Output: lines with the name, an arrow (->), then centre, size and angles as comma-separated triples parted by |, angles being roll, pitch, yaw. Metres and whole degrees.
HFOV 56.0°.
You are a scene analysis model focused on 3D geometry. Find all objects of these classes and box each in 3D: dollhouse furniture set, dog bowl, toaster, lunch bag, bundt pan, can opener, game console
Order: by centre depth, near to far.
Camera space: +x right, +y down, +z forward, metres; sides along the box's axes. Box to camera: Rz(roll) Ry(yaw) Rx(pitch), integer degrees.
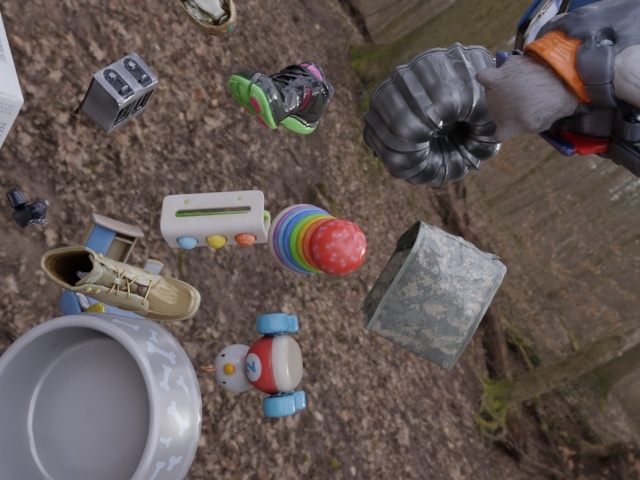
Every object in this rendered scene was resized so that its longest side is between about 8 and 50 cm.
dog bowl -> -0.362, 0.271, 0.919 | 0.348, 0.349, 0.102 | 54, 4, 18
can opener -> -0.509, -0.060, 1.063 | 0.186, 0.059, 0.073 | -169, -116, -69
bundt pan -> 0.259, -0.236, 1.262 | 0.331, 0.331, 0.124 | 36, 29, -48
game console -> 0.576, -0.493, 1.343 | 0.173, 0.250, 0.293 | 38, 10, 12
lunch bag -> 0.260, 0.113, 1.401 | 0.235, 0.287, 0.169 | 28, 14, -8
dollhouse furniture set -> -0.477, 0.113, 1.517 | 0.286, 0.198, 0.303 | 21, 14, -40
toaster -> -0.554, -0.395, 1.642 | 0.110, 0.186, 0.168 | 45, 46, -7

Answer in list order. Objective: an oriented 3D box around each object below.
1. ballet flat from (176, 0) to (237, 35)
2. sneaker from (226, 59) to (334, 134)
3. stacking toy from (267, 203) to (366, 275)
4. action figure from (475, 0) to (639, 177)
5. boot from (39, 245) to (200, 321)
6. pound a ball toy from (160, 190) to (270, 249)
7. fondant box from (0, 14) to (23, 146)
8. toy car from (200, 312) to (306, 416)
ballet flat -> -0.170, -0.327, 0.702 | 0.206, 0.073, 0.067 | 41, 4, -29
sneaker -> -0.095, -0.417, 1.648 | 0.185, 0.202, 0.483 | 44, 17, 6
stacking toy -> 0.000, 0.000, 1.055 | 0.141, 0.141, 0.330 | 48, -10, -10
action figure -> 0.290, -0.205, 0.577 | 0.178, 0.330, 0.341 | 63, -5, -35
boot -> -0.380, 0.084, 1.162 | 0.262, 0.095, 0.203 | 15, -13, 10
pound a ball toy -> -0.252, -0.026, 1.661 | 0.208, 0.319, 0.135 | 82, 7, -64
fondant box -> -0.483, -0.129, 0.724 | 0.096, 0.330, 0.238 | 12, 40, -47
toy car -> -0.169, 0.292, 1.386 | 0.210, 0.238, 0.219 | 43, 40, -76
